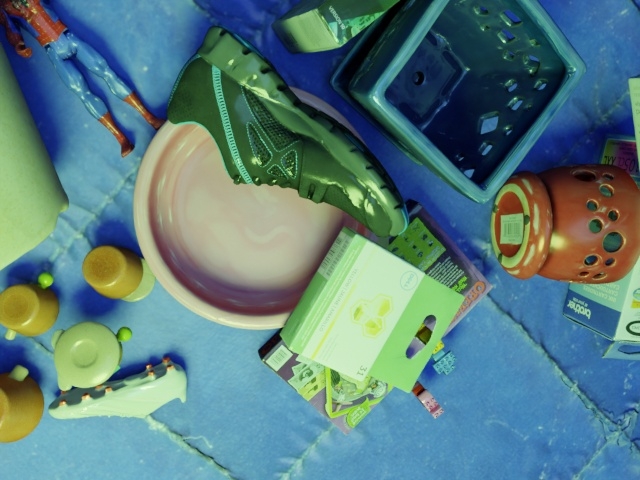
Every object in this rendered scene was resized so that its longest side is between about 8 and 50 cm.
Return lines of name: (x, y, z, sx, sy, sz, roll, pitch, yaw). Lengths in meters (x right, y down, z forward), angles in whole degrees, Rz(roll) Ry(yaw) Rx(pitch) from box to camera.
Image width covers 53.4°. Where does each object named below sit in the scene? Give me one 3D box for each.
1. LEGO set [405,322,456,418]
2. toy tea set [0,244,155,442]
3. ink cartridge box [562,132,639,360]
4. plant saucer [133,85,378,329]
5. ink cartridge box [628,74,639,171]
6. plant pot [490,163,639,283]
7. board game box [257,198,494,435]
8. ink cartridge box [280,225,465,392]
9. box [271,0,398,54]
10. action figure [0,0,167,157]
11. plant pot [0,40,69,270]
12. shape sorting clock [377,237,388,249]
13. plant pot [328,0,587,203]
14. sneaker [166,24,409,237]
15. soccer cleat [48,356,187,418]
LEGO set: (0.154, 0.176, 0.983, 0.087, 0.093, 0.227, -38, 110, -4)
toy tea set: (-0.373, 0.140, 0.882, 0.336, 0.124, 0.200, -27, 79, -5)
ink cartridge box: (0.594, 0.034, 1.090, 0.270, 0.151, 0.395, 7, 99, -16)
plant saucer: (-0.084, -0.046, 0.880, 0.333, 0.084, 0.331, 0, 89, -8)
ink cartridge box: (0.557, -0.086, 0.859, 0.129, 0.223, 0.307, -18, 106, -9)
plant pot: (0.374, -0.028, 0.997, 0.174, 0.191, 0.191, 2, 103, -10)
board game box: (0.092, 0.126, 1.027, 0.347, 0.056, 0.208, -45, 106, -2)
ink cartridge box: (0.086, 0.108, 0.856, 0.235, 0.056, 0.171, 29, 93, -24)
box: (0.098, -0.357, 0.811, 0.322, 0.232, 0.058, -40, 112, -3)
action figure: (-0.310, -0.232, 0.780, 0.091, 0.139, 0.280, -41, 108, -5)
plant pot: (-0.450, -0.116, 0.693, 0.334, 0.334, 0.305, -26, 120, -9)
shape sorting clock: (0.000, 0.000, 0.955, 0.206, 0.040, 0.206, 0, 90, -10)
plant pot: (0.166, -0.223, 0.867, 0.236, 0.212, 0.236, 36, 91, -27)
sneaker: (-0.037, -0.109, 0.802, 0.341, 0.125, 0.139, 42, 102, 0)
soccer cleat: (-0.292, 0.234, 0.933, 0.196, 0.068, 0.076, -14, 110, -15)
